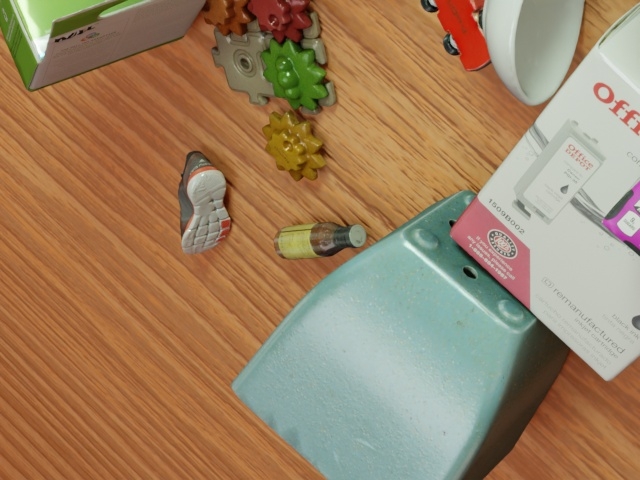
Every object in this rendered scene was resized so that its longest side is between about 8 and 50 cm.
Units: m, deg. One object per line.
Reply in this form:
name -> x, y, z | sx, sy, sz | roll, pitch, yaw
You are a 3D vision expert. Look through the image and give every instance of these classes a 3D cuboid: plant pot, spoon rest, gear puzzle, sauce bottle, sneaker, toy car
plant pot -> 0.113, 0.098, 1.347 | 0.248, 0.247, 0.252 | 41, 127, 14
spoon rest -> 0.178, -0.242, 1.074 | 0.084, 0.137, 0.276 | 9, 116, 33
gear puzzle -> -0.070, -0.207, 1.429 | 0.176, 0.044, 0.338 | 14, 131, 40
sauce bottle -> 0.000, 0.000, 1.536 | 0.128, 0.042, 0.042 | -3, 118, 51
sneaker -> -0.147, -0.049, 1.657 | 0.158, 0.061, 0.065 | 104, 146, -47
toy car -> 0.098, -0.291, 1.149 | 0.239, 0.053, 0.225 | 43, 142, 29

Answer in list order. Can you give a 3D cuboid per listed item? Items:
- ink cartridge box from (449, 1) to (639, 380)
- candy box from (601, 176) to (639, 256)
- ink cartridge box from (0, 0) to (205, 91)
ink cartridge box -> 0.265, -0.040, 1.149 | 0.207, 0.117, 0.283 | 44, 144, 9
candy box -> 0.331, -0.045, 0.938 | 0.159, 0.071, 0.233 | 42, 129, 7
ink cartridge box -> -0.213, -0.251, 1.358 | 0.097, 0.189, 0.255 | 66, 161, 1
